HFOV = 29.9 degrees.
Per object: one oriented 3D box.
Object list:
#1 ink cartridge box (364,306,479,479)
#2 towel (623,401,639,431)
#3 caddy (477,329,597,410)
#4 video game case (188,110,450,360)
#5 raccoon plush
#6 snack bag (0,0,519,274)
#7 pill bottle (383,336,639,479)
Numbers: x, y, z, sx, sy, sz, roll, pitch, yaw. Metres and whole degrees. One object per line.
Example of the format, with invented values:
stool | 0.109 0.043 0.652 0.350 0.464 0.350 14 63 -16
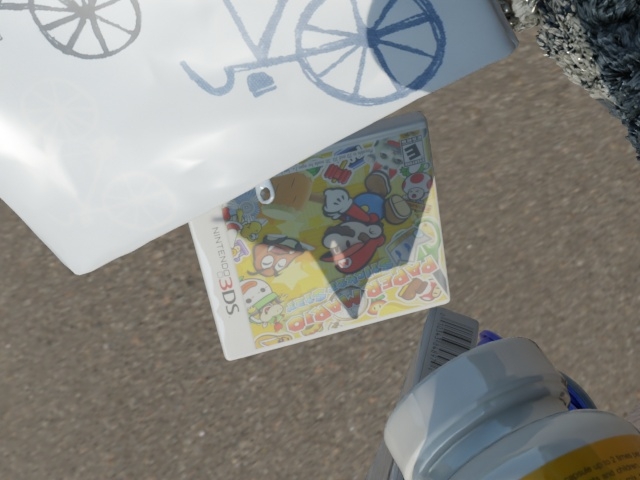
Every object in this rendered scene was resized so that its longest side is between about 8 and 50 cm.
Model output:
ink cartridge box | 0.057 0.200 0.904 0.045 0.223 0.224 19 125 2
towel | 0.429 0.127 1.057 0.331 0.317 0.053 -24 87 33
caddy | 0.343 0.289 1.883 0.179 0.241 0.341 -41 59 -4
video game case | 0.000 0.000 1.103 0.226 0.026 0.206 -15 124 -5
raccoon plush | 0.348 -0.187 1.521 0.446 0.216 0.299 4 84 37
snack bag | -0.102 -0.143 0.677 0.342 0.037 0.323 -28 128 17
pill bottle | 0.113 0.148 0.514 0.117 0.117 0.208 -49 55 24
